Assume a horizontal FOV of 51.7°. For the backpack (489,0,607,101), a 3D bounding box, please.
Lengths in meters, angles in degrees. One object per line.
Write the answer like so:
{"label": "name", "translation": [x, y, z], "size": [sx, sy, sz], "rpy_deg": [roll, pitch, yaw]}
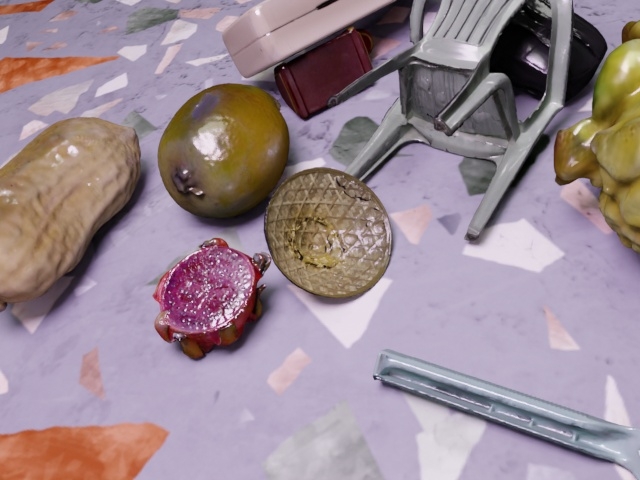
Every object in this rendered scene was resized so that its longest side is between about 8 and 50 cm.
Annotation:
{"label": "backpack", "translation": [0.262, -0.240, 0.819], "size": [0.120, 0.106, 0.165], "rpy_deg": [-37, 70, -12]}

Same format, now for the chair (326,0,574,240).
{"label": "chair", "translation": [0.149, -0.176, 0.736], "size": [0.203, 0.191, 0.275], "rpy_deg": [19, 55, 31]}

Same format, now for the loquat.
{"label": "loquat", "translation": [-0.112, -0.115, 0.806], "size": [0.152, 0.152, 0.195], "rpy_deg": [12, 46, 27]}

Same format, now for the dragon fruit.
{"label": "dragon fruit", "translation": [-0.113, 0.062, 0.699], "size": [0.112, 0.068, 0.126], "rpy_deg": [23, 70, 26]}

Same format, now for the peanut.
{"label": "peanut", "translation": [-0.342, -0.044, 0.818], "size": [0.159, 0.143, 0.291], "rpy_deg": [-1, 44, 29]}

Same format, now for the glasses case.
{"label": "glasses case", "translation": [0.027, -0.344, 0.947], "size": [0.336, 0.076, 0.144], "rpy_deg": [-33, 15, -20]}

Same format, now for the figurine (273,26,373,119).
{"label": "figurine", "translation": [0.009, -0.245, 0.935], "size": [0.154, 0.082, 0.098], "rpy_deg": [-30, 26, -10]}

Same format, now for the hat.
{"label": "hat", "translation": [0.000, 0.000, 0.724], "size": [0.145, 0.067, 0.146], "rpy_deg": [7, 70, -19]}

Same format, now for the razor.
{"label": "razor", "translation": [0.170, 0.143, 0.545], "size": [0.277, 0.056, 0.111], "rpy_deg": [15, 91, 35]}

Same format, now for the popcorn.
{"label": "popcorn", "translation": [0.351, -0.095, 0.583], "size": [0.270, 0.224, 0.258], "rpy_deg": [-23, 29, 9]}
